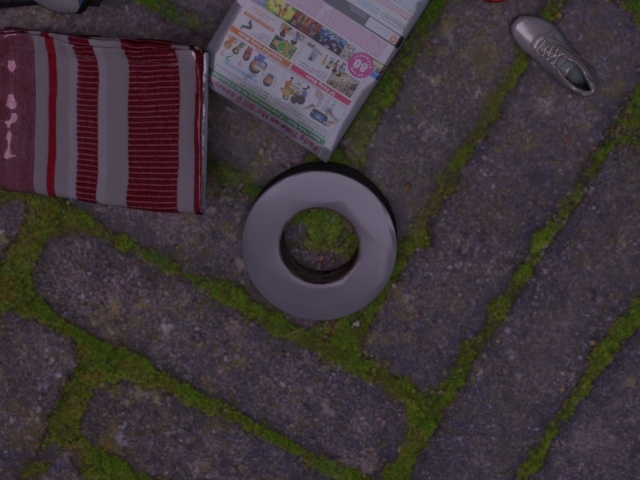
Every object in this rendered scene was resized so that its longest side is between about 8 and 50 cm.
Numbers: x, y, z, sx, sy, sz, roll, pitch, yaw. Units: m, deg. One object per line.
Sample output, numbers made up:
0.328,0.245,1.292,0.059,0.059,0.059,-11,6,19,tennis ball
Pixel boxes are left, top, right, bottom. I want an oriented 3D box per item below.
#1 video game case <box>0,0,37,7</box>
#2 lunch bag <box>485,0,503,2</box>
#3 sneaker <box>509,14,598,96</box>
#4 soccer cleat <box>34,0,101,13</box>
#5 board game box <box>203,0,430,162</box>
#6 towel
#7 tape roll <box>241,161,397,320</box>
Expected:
-0.471,-0.442,1.708,0.275,0.035,0.248,-4,105,5,video game case
0.248,-0.482,1.607,0.258,0.120,0.293,-30,101,10,lunch bag
0.322,-0.252,1.695,0.152,0.061,0.054,39,106,-5,sneaker
-0.313,-0.461,1.621,0.143,0.116,0.331,17,96,-26,soccer cleat
-0.001,-0.294,1.687,0.224,0.097,0.303,33,103,-4,board game box
-0.308,-0.164,1.721,0.329,0.037,0.237,8,107,20,towel
0.000,0.000,1.777,0.219,0.072,0.219,1,105,3,tape roll
